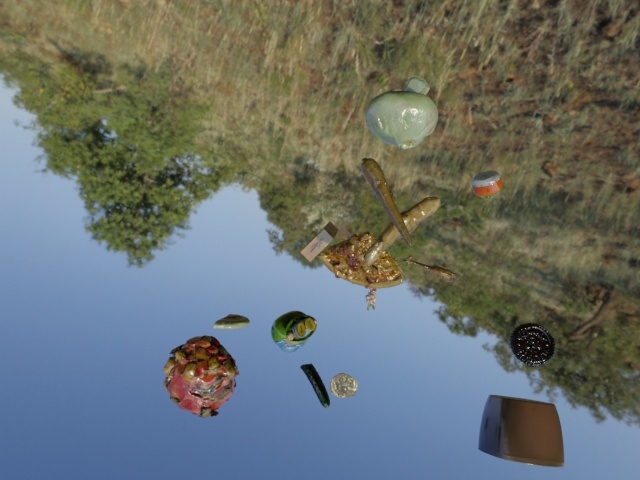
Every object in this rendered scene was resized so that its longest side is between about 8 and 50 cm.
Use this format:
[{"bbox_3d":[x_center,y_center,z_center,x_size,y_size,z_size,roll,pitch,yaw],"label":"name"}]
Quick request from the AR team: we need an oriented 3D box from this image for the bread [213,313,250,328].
[{"bbox_3d":[-0.343,0.324,1.921,0.112,0.036,0.193,4,-176,11],"label":"bread"}]

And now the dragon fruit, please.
[{"bbox_3d":[-0.514,0.521,1.952,0.314,0.263,0.296,21,-130,25],"label":"dragon fruit"}]

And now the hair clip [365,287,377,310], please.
[{"bbox_3d":[0.260,0.247,2.355,0.056,0.214,0.062,3,-164,-20],"label":"hair clip"}]

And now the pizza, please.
[{"bbox_3d":[0.142,0.068,1.701,0.335,0.226,0.086,18,-142,20],"label":"pizza"}]

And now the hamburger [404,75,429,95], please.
[{"bbox_3d":[0.368,-0.587,1.848,0.054,0.121,0.084,-17,-111,-33],"label":"hamburger"}]

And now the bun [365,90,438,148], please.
[{"bbox_3d":[0.300,-0.435,1.799,0.283,0.179,0.283,10,170,2],"label":"bun"}]

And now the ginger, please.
[{"bbox_3d":[0.248,-0.037,1.501,0.081,0.334,0.148,57,146,-4],"label":"ginger"}]

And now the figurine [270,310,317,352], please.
[{"bbox_3d":[-0.094,0.329,1.763,0.143,0.162,0.263,56,154,3],"label":"figurine"}]

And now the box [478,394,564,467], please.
[{"bbox_3d":[0.750,0.704,1.788,0.301,0.216,0.301,7,169,1],"label":"box"}]

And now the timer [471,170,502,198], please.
[{"bbox_3d":[0.764,-0.248,2.181,0.136,0.136,0.099,23,-130,5],"label":"timer"}]

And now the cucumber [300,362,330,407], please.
[{"bbox_3d":[-0.014,0.625,2.063,0.214,0.058,0.052,57,172,30],"label":"cucumber"}]

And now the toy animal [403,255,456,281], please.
[{"bbox_3d":[0.475,0.125,2.029,0.275,0.054,0.149,19,-178,-39],"label":"toy animal"}]

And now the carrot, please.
[{"bbox_3d":[0.165,-0.097,1.170,0.049,0.049,0.254,8,-125,-65],"label":"carrot"}]

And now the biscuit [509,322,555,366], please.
[{"bbox_3d":[0.901,0.441,2.031,0.194,0.194,0.053,24,162,12],"label":"biscuit"}]

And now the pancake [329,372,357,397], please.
[{"bbox_3d":[0.123,0.768,2.512,0.151,0.151,0.025,23,-168,1],"label":"pancake"}]

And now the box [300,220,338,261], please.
[{"bbox_3d":[0.001,0.000,2.146,0.070,0.152,0.237,46,-167,0],"label":"box"}]
